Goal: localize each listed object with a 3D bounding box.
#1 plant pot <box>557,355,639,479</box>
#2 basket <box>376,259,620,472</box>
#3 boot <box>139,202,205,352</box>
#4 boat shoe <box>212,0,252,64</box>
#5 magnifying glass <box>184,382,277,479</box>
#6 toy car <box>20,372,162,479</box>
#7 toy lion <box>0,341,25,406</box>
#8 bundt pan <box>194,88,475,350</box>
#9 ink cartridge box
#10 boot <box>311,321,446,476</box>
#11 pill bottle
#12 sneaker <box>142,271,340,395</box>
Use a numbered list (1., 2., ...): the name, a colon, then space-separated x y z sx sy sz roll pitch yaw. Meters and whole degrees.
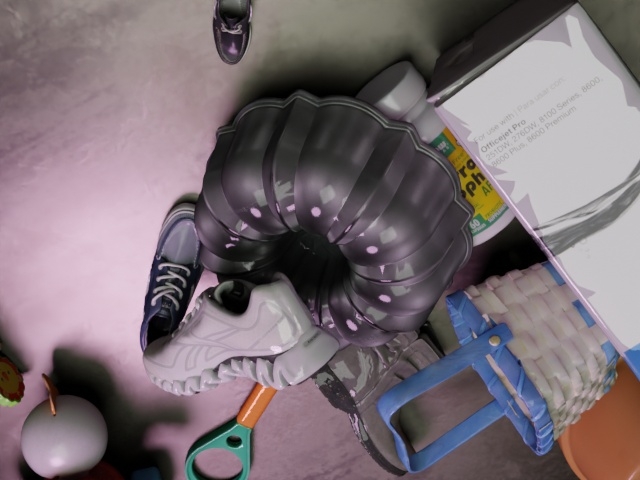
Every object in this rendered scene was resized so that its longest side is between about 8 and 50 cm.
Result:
1. plant pot: 0.461 0.263 1.324 0.291 0.203 0.290 0 118 0
2. basket: 0.209 0.168 1.242 0.289 0.201 0.254 -34 152 -8
3. boot: -0.180 0.052 1.277 0.069 0.086 0.190 12 118 -6
4. boat shoe: -0.096 -0.252 1.139 0.046 0.038 0.125 9 118 -5
5. magnifying glass: -0.116 0.270 1.430 0.092 0.026 0.231 25 115 -13
6. toy car: -0.336 0.291 1.382 0.219 0.210 0.238 -11 89 -8
7. toy lion: -0.427 0.177 1.341 0.034 0.100 0.096 -29 96 13
8. bundt pan: 0.000 0.000 1.158 0.331 0.124 0.330 14 135 14
9. ink cartridge box: 0.295 -0.060 1.063 0.166 0.285 0.395 -36 101 17
10. boot: 0.106 0.197 1.363 0.161 0.083 0.246 -32 117 8
11. pill bottle: 0.131 -0.099 1.176 0.118 0.117 0.208 -35 112 17
12. sneaker: -0.109 0.101 1.159 0.292 0.110 0.118 -14 111 44
